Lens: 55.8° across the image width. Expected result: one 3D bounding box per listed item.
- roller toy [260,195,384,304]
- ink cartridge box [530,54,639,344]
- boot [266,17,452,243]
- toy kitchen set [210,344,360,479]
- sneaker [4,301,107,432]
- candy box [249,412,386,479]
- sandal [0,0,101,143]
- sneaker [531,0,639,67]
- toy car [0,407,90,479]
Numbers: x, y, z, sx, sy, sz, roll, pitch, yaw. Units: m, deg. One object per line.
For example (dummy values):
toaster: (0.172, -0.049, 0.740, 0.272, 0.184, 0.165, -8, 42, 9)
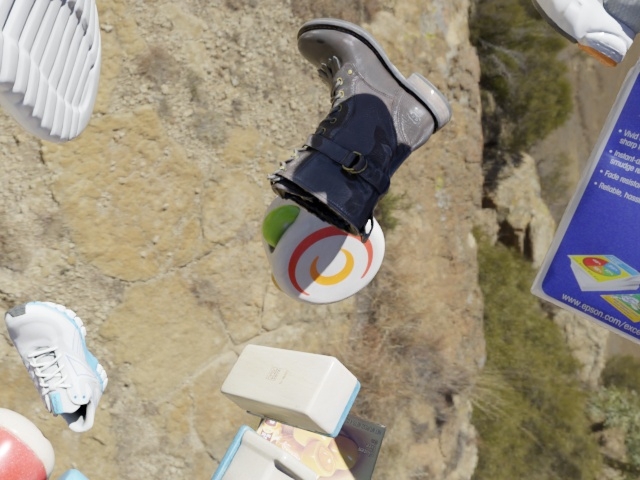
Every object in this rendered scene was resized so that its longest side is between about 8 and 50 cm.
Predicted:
roller toy: (0.000, 0.000, 1.026, 0.191, 0.146, 0.209, -16, 127, -8)
ink cartridge box: (0.382, -0.020, 0.511, 0.072, 0.304, 0.307, -21, 133, -53)
boot: (0.014, -0.146, 0.764, 0.229, 0.263, 0.091, -47, 163, -17)
toy kitchen set: (-0.029, 0.225, 0.523, 0.166, 0.122, 0.207, 48, 58, -31)
sneaker: (-0.291, 0.147, 0.677, 0.083, 0.071, 0.190, -107, -178, -48)
candy box: (-0.045, 0.386, 0.862, 0.183, 0.087, 0.316, 23, 72, -8)
sandal: (-0.277, -0.191, 0.497, 0.102, 0.416, 0.169, 14, 87, -4)
sneaker: (0.219, -0.262, 0.500, 0.099, 0.121, 0.262, 15, 44, -36)
toy car: (-0.429, 0.313, 0.666, 0.219, 0.210, 0.238, 49, 37, -11)
